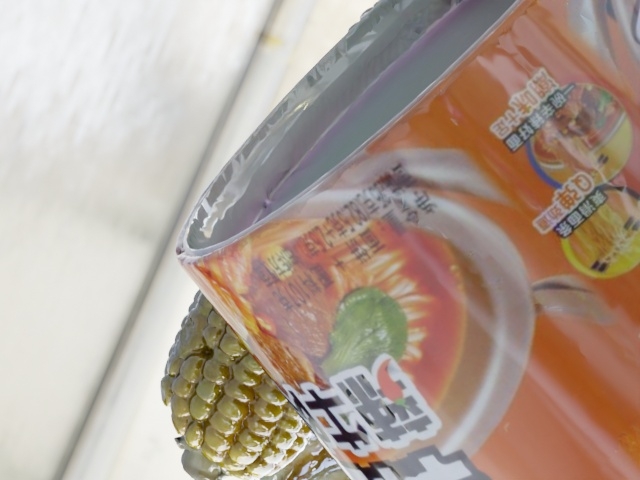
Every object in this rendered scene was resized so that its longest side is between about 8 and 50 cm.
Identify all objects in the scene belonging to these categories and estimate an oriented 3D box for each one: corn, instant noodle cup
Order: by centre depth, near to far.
[{"bbox_3d":[0.088,0.005,0.633,0.250,0.192,0.250,-42,-169,10],"label":"instant noodle cup"},{"bbox_3d":[0.000,0.000,0.756,0.207,0.068,0.068,-63,-178,6],"label":"corn"}]

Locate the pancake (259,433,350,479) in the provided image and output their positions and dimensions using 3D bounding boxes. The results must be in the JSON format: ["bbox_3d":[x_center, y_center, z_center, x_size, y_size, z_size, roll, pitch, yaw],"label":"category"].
[{"bbox_3d":[0.021,0.168,1.162,0.057,0.266,0.244,35,-37,48],"label":"pancake"}]
